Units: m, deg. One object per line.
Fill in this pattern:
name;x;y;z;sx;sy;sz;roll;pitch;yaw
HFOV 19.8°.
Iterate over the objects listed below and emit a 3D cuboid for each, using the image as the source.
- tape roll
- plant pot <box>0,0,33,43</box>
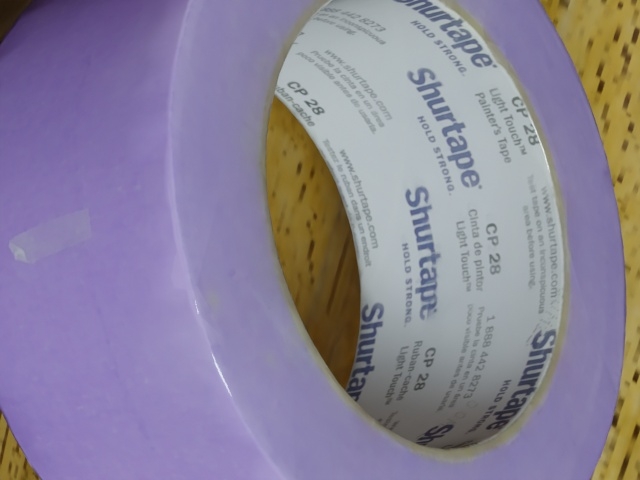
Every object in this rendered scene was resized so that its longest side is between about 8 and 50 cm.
tape roll;0.000;0.000;0.500;0.080;0.189;0.189;-14;88;41
plant pot;-0.184;-0.165;0.618;0.229;0.263;0.263;39;121;7
